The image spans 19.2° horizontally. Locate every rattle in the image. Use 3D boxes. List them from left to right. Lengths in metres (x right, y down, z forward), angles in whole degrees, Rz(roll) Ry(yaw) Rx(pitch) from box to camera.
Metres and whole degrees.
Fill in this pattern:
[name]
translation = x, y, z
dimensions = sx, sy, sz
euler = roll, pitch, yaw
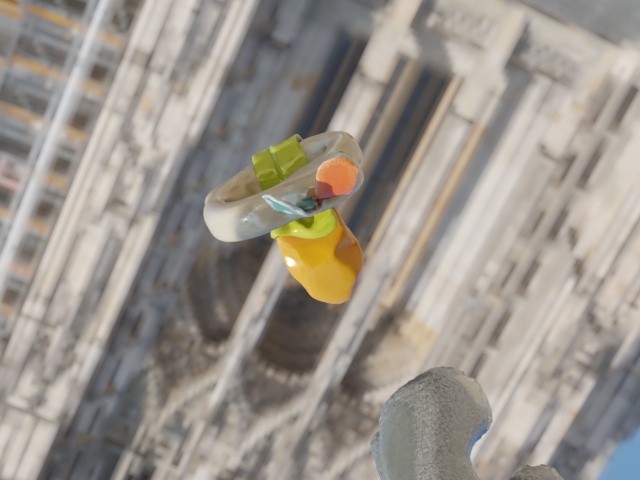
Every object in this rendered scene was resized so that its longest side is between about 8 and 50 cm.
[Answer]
[rattle]
translation = 0.000, 0.000, 1.348
dimensions = 0.130, 0.143, 0.199
euler = -17, -168, -23

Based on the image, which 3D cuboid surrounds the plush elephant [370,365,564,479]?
[plush elephant]
translation = 0.126, 0.279, 1.161
dimensions = 0.255, 0.272, 0.330
euler = 21, -156, -39
